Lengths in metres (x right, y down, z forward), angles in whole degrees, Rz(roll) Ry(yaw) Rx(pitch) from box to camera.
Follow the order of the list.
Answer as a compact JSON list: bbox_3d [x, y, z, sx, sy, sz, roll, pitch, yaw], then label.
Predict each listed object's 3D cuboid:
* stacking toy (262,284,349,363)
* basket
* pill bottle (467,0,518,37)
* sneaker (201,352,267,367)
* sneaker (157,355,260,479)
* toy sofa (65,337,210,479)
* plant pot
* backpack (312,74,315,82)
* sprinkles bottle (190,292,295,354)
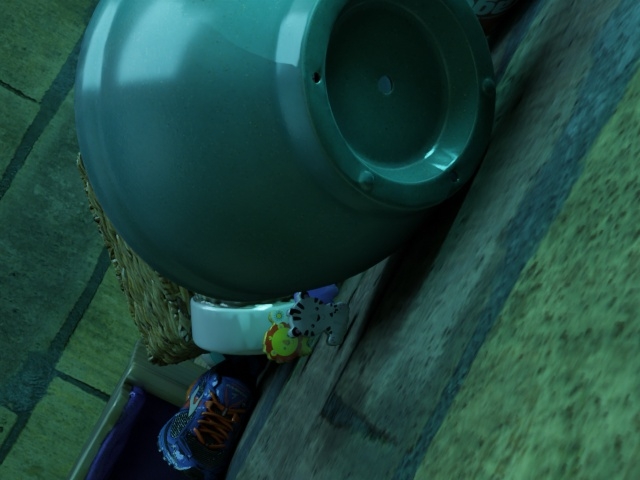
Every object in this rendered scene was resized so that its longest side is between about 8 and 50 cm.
[{"bbox_3d":[0.000,0.000,1.094,0.167,0.052,0.221,142,142,-76],"label":"stacking toy"},{"bbox_3d":[-0.137,-0.028,1.414,0.213,0.299,0.223,-21,-6,-20],"label":"basket"},{"bbox_3d":[0.125,-0.244,1.051,0.121,0.121,0.216,-64,5,-24],"label":"pill bottle"},{"bbox_3d":[-0.114,0.020,1.522,0.121,0.108,0.302,-9,94,63],"label":"sneaker"},{"bbox_3d":[-0.120,0.194,1.359,0.087,0.083,0.221,-50,13,25],"label":"sneaker"},{"bbox_3d":[-0.249,0.324,1.518,0.362,0.150,0.177,-60,10,15],"label":"toy sofa"},{"bbox_3d":[-0.001,-0.102,0.868,0.196,0.293,0.293,-5,53,52],"label":"plant pot"},{"bbox_3d":[0.052,-0.186,1.234,0.166,0.144,0.188,-25,-2,-24],"label":"backpack"},{"bbox_3d":[-0.075,-0.069,1.199,0.121,0.121,0.355,-92,1,-80],"label":"sprinkles bottle"}]
